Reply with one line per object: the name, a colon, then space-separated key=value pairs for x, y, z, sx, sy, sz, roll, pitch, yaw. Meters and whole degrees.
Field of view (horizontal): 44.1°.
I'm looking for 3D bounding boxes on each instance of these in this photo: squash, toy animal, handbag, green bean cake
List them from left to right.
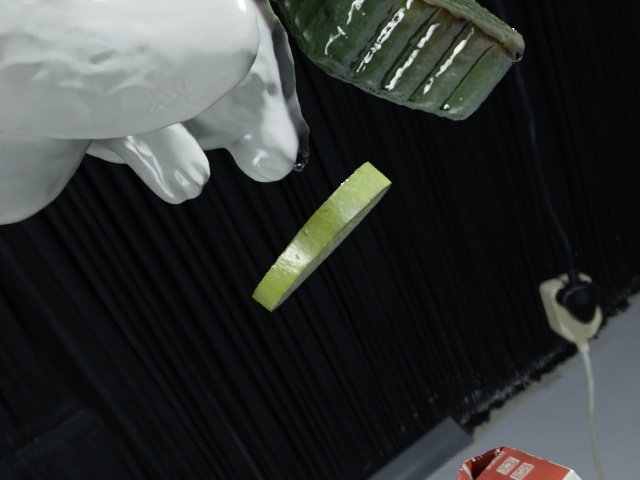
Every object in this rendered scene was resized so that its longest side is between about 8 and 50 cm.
toy animal: x=-0.147 y=-0.110 z=0.473 sx=0.249 sy=0.174 sz=0.289 roll=9 pitch=25 yaw=17
squash: x=0.000 y=0.000 z=1.104 sx=0.252 sy=0.049 sz=0.252 roll=-49 pitch=-2 yaw=-3
green bean cake: x=0.054 y=-0.185 z=0.657 sx=0.094 sy=0.173 sz=0.181 roll=-58 pitch=36 yaw=26
handbag: x=0.331 y=0.445 z=1.256 sx=0.151 sy=0.171 sz=0.298 roll=-44 pitch=5 yaw=-15
